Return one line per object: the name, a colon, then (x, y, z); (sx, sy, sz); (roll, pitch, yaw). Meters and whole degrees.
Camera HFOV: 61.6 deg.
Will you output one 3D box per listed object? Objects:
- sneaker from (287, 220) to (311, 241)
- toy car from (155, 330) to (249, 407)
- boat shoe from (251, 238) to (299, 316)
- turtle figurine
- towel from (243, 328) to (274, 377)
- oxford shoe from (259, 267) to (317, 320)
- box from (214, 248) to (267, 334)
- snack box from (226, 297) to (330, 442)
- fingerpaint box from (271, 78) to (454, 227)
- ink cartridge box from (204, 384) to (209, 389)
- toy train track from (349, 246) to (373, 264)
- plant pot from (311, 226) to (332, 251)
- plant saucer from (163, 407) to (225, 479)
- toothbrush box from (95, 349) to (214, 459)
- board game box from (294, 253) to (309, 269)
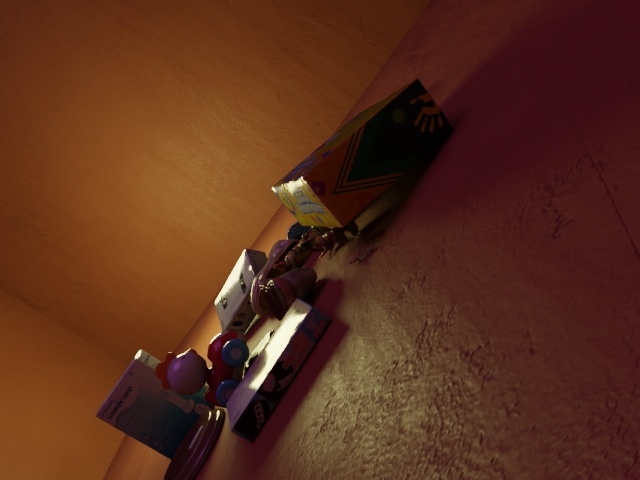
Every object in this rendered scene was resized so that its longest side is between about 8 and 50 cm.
sneaker: (-0.076, -0.031, 2.117); (0.223, 0.083, 0.098); (-61, -9, -49)
toy car: (-0.331, 0.347, 1.483); (0.219, 0.238, 0.210); (158, 120, -76)
boat shoe: (-0.152, 0.119, 1.819); (0.089, 0.105, 0.285); (-14, 53, 55)
turtle figurine: (0.000, 0.000, 1.505); (0.217, 0.087, 0.270); (-25, -5, 39)
towel: (-0.170, 0.328, 1.524); (0.148, 0.027, 0.110); (-53, 13, 8)
oxford shoe: (-0.089, 0.152, 1.573); (0.130, 0.123, 0.348); (-29, 0, -18)
box: (-0.281, 0.193, 1.976); (0.290, 0.087, 0.169); (-58, 38, 27)
snack box: (-0.105, 0.292, 1.267); (0.322, 0.060, 0.187); (-56, 11, -6)
fingerpaint box: (0.087, -0.209, 1.444); (0.371, 0.163, 0.445); (-42, 11, -10)
ink cartridge box: (-0.453, 0.575, 1.983); (0.115, 0.029, 0.062); (-41, 18, 49)
toy train track: (0.099, 0.038, 1.279); (0.083, 0.014, 0.048); (-36, 14, 44)
plant pot: (-0.004, -0.009, 1.714); (0.083, 0.083, 0.079); (-171, 102, -78)
plant saucer: (-0.364, 0.597, 1.523); (0.278, 0.041, 0.278); (-52, 11, 14)
toothbrush box: (-0.524, 0.528, 1.726); (0.216, 0.296, 0.126); (-57, 11, -4)
board game box: (-0.095, 0.069, 1.951); (0.259, 0.039, 0.124); (-44, 15, 34)
